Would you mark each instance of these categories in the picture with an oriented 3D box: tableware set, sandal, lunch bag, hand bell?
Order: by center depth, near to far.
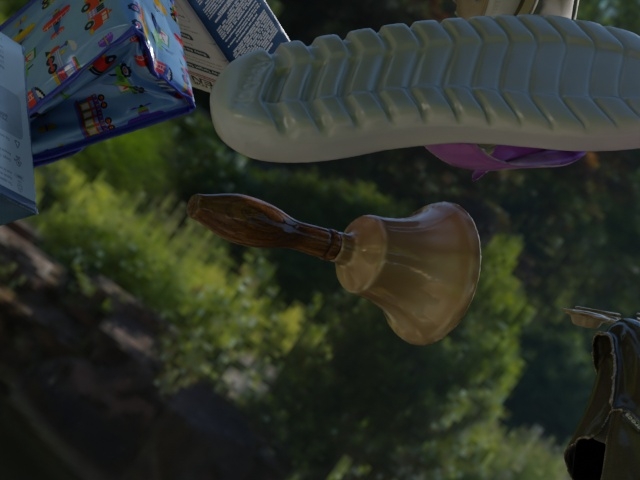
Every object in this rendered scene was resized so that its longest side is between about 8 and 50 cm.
[{"bbox_3d":[0.000,0.000,1.273,0.242,0.126,0.126,17,12,-34],"label":"hand bell"},{"bbox_3d":[0.118,-0.105,1.287,0.416,0.102,0.169,0,41,-2],"label":"sandal"},{"bbox_3d":[-0.312,-0.193,1.816,0.138,0.293,0.221,54,14,-41],"label":"lunch bag"},{"bbox_3d":[0.369,0.099,1.902,0.141,0.020,0.168,12,7,16],"label":"tableware set"}]

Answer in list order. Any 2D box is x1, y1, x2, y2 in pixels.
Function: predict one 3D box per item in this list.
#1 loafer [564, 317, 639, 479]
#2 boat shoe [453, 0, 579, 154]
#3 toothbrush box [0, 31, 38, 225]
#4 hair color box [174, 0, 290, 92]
[{"bbox_3d":[0.246,0.159,1.305,0.251,0.087,0.094,-87,173,-53],"label":"loafer"},{"bbox_3d":[0.190,-0.236,1.555,0.103,0.302,0.113,28,9,36],"label":"boat shoe"},{"bbox_3d":[-0.357,-0.063,0.959,0.216,0.295,0.126,35,44,-62],"label":"toothbrush box"},{"bbox_3d":[-0.180,-0.328,2.057,0.174,0.105,0.347,23,-20,35],"label":"hair color box"}]
